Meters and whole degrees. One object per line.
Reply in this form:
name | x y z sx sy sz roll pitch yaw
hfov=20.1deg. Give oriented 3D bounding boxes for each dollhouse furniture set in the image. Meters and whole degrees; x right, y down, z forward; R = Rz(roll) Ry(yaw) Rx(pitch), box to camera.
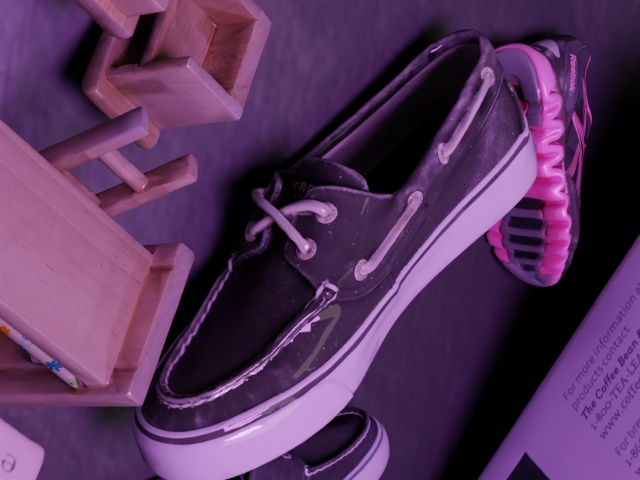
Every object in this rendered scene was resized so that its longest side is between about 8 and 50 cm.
dollhouse furniture set | -0.123 -0.059 0.577 0.182 0.101 0.161 46 52 -43

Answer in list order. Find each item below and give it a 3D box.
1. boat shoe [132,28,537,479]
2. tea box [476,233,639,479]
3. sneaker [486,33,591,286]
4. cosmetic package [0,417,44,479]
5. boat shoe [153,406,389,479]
boat shoe | 0.000 0.000 0.703 0.219 0.077 0.070 -47 134 -28
tea box | 0.261 0.143 0.841 0.323 0.220 0.329 10 118 -44
sneaker | 0.103 -0.037 0.801 0.057 0.047 0.119 -33 129 -42
cosmetic package | -0.212 0.152 0.460 0.129 0.153 0.296 44 56 -42
boat shoe | -0.031 0.100 0.734 0.142 0.049 0.040 -27 124 -28
